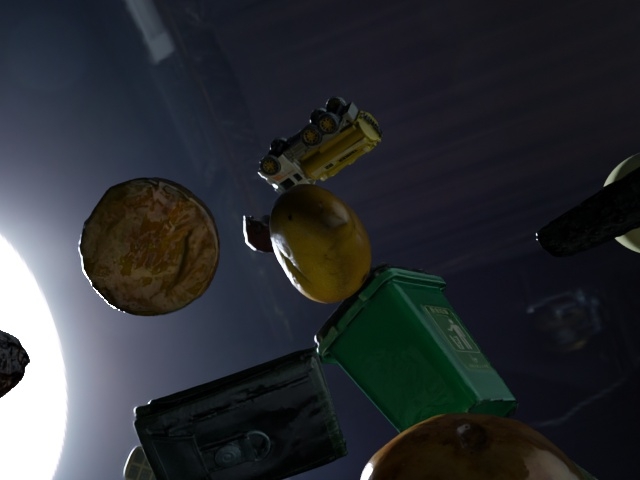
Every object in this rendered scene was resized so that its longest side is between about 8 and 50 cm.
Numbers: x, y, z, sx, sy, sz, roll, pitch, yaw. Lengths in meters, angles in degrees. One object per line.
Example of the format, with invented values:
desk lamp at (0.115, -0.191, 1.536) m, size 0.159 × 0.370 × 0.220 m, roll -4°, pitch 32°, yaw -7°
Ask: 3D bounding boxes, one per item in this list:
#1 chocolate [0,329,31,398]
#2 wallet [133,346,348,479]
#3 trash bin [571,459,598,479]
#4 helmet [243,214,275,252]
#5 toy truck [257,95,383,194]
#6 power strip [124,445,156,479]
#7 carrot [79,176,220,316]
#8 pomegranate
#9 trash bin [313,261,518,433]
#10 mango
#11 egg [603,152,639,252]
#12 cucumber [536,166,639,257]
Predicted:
chocolate at (-0.719, 0.298, 1.928) m, size 0.224 × 0.206 × 0.177 m, roll 82°, pitch -174°, yaw -50°
wallet at (-0.094, 0.239, 1.158) m, size 0.055 × 0.236 × 0.160 m, roll -113°, pitch 6°, yaw -68°
trash bin at (0.313, 0.510, 1.703) m, size 0.223 × 0.343 × 0.158 m, roll 35°, pitch 136°, yaw 40°
helmet at (-0.097, -0.010, 1.836) m, size 0.098 × 0.123 × 0.070 m, roll -5°, pitch -74°, yaw -42°
toy truck at (-0.002, -0.167, 1.720) m, size 0.114 × 0.227 × 0.098 m, roll 49°, pitch -151°, yaw -17°
power strip at (-0.335, 0.499, 2.016) m, size 0.029 × 0.227 × 0.080 m, roll 42°, pitch -119°, yaw -48°
carrot at (-0.292, 0.011, 1.626) m, size 0.340 × 0.241 × 0.241 m, roll 169°, pitch 82°, yaw -82°
pomegranate at (0.215, 0.414, 1.334) m, size 0.338 × 0.338 × 0.338 m, roll -19°, pitch -90°, yaw -77°
trash bin at (0.190, 0.266, 1.953) m, size 0.259 × 0.295 × 0.381 m, roll 12°, pitch -147°, yaw -50°
mango at (0.003, -0.003, 1.326) m, size 0.157 × 0.109 × 0.262 m, roll 39°, pitch 155°, yaw 15°
egg at (0.613, -0.071, 1.665) m, size 0.188 × 0.253 × 0.188 m, roll 31°, pitch 128°, yaw 51°
cucumber at (0.393, -0.026, 1.270) m, size 0.078 × 0.211 × 0.062 m, roll 17°, pitch -127°, yaw -28°
